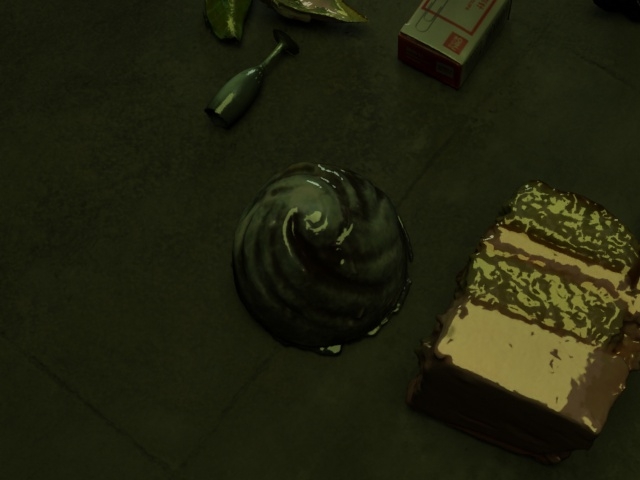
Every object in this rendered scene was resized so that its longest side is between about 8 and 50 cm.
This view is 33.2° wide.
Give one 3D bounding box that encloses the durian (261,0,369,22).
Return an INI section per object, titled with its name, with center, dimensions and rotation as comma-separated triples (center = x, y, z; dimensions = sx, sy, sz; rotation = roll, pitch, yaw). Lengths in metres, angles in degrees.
[durian]
center = -0.017, -0.431, 1.936
dimensions = 0.224, 0.078, 0.140
rotation = 30, 59, 4

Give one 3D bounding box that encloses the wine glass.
[wine glass]
center = -0.120, -0.281, 1.880
dimensions = 0.066, 0.066, 0.198
rotation = 34, 72, 16

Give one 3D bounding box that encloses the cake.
[cake]
center = 0.313, 0.130, 1.542
dimensions = 0.293, 0.314, 0.306
rotation = 26, 69, 12

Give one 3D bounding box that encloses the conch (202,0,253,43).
[conch]
center = -0.165, -0.455, 1.957
dimensions = 0.095, 0.079, 0.200
rotation = 7, 75, 27

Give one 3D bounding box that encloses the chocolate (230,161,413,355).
[chocolate]
center = 0.000, 0.000, 1.669
dimensions = 0.303, 0.213, 0.303
rotation = -2, 65, 4

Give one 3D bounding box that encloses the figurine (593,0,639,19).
[figurine]
center = 0.552, -0.604, 1.932
dimensions = 0.193, 0.154, 0.420
rotation = -6, 68, -4

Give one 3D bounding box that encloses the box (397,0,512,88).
[box]
center = 0.235, -0.378, 1.879
dimensions = 0.133, 0.099, 0.182
rotation = 32, 72, 14
